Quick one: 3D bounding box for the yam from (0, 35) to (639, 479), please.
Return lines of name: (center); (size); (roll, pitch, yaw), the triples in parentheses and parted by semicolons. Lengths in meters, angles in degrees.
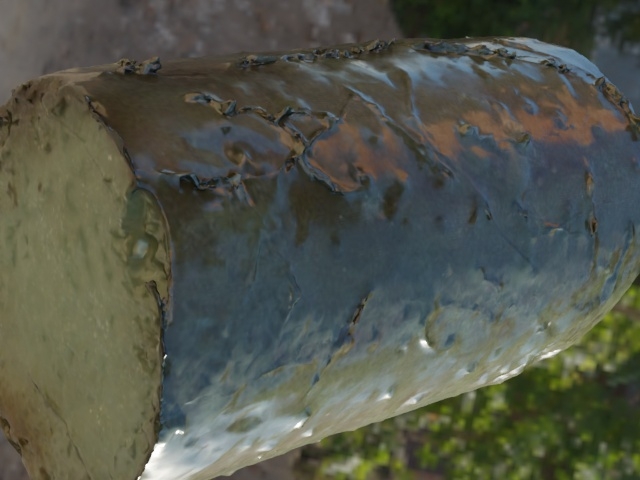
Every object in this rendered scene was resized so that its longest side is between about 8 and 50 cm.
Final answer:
yam: (0.000, 0.000, 0.651); (0.304, 0.168, 0.168); (-11, 118, -47)
